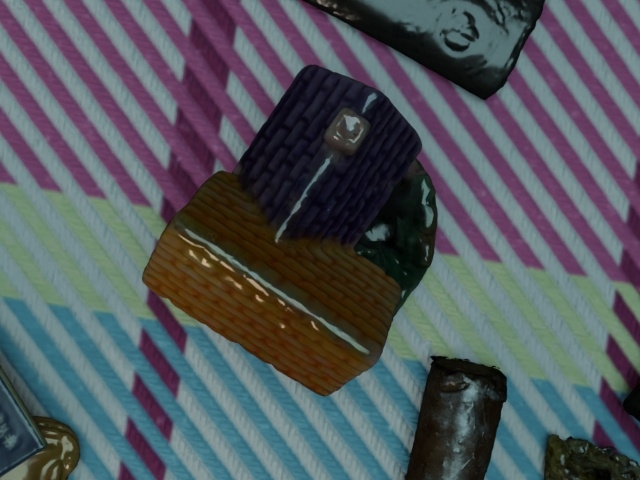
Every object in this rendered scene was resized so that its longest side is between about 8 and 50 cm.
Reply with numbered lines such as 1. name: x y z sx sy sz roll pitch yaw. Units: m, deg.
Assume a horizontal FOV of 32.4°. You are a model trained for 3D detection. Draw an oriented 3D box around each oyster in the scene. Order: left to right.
1. oyster: 0.262 0.243 1.027 0.148 0.051 0.103 38 81 7

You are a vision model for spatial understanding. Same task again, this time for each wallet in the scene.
1. wallet: 0.059 -0.276 1.009 0.321 0.044 0.170 28 91 -3

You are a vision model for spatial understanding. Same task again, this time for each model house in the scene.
1. model house: 0.000 0.000 0.913 0.202 0.237 0.237 39 88 -2

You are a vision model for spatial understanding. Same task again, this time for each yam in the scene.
1. yam: 0.121 0.180 1.003 0.079 0.079 0.141 14 92 -4

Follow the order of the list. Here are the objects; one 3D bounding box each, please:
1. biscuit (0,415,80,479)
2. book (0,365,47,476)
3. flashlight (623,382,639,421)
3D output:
1. biscuit: -0.364 0.302 0.988 0.376 0.051 0.269 -45 95 -3
2. book: -0.427 0.170 0.954 0.322 0.018 0.228 -34 85 2
3. flashlight: 0.448 0.035 1.013 0.103 0.103 0.424 45 88 -3
